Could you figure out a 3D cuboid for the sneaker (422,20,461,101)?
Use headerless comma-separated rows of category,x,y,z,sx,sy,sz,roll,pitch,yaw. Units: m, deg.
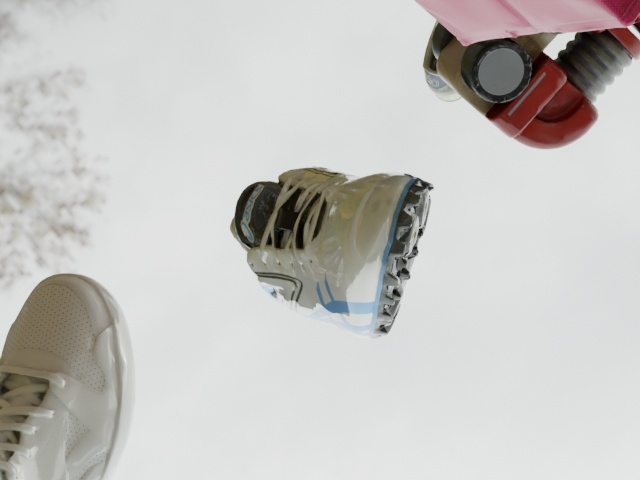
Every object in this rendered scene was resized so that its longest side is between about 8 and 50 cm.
sneaker,0.177,-0.256,2.005,0.064,0.086,0.192,28,-88,23

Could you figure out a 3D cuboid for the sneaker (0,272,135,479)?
sneaker,-0.220,0.151,1.213,0.108,0.169,0.292,5,-103,19

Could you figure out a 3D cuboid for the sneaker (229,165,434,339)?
sneaker,0.000,0.000,0.887,0.237,0.086,0.085,171,-62,-79

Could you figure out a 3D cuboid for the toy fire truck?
toy fire truck,0.251,-0.170,1.584,0.217,0.246,0.158,-49,-156,6

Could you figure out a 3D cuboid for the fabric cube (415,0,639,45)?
fabric cube,0.119,-0.305,1.096,0.254,0.258,0.259,-54,-163,-9
